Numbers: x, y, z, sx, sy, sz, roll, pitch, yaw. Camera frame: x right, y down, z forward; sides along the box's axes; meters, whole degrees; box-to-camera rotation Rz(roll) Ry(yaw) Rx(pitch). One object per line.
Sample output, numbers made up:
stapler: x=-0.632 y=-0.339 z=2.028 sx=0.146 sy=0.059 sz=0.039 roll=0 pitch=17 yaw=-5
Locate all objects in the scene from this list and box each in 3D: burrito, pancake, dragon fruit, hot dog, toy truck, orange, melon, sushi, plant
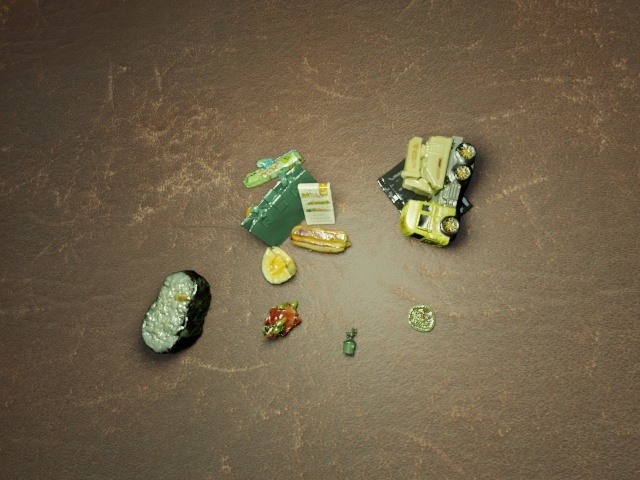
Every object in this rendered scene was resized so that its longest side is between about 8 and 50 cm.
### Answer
burrito: x=-0.212 y=-0.322 z=1.756 sx=0.288 sy=0.054 sz=0.104 roll=-27 pitch=73 yaw=5
pancake: x=0.378 y=0.292 z=1.512 sx=0.108 sy=0.017 sz=0.107 roll=-3 pitch=73 yaw=10
dragon fruit: x=-0.155 y=0.323 z=1.580 sx=0.139 sy=0.175 sz=0.142 roll=6 pitch=109 yaw=23
hot dog: x=0.000 y=0.000 z=1.633 sx=0.251 sy=0.076 sz=0.104 roll=8 pitch=60 yaw=10
toy truck: x=0.416 y=-0.189 z=1.491 sx=0.255 sy=0.180 sz=0.404 roll=13 pitch=85 yaw=5
orange: x=-0.281 y=-0.111 z=1.716 sx=0.084 sy=0.070 sz=0.083 roll=-3 pitch=72 yaw=11
melon: x=-0.172 y=0.107 z=1.646 sx=0.128 sy=0.079 sz=0.160 roll=-46 pitch=73 yaw=18
sushi: x=-0.571 y=0.290 z=1.637 sx=0.211 sy=0.171 sz=0.349 roll=15 pitch=81 yaw=17
plant: x=0.112 y=0.378 z=1.532 sx=0.051 sy=0.051 sz=0.102 roll=7 pitch=75 yaw=14

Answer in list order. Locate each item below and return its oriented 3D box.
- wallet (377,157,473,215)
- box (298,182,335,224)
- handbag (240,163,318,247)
wallet: x=0.405 y=-0.184 z=1.601 sx=0.247 sy=0.041 sz=0.322 roll=-37 pitch=76 yaw=3
box: x=-0.010 y=-0.141 z=1.587 sx=0.122 sy=0.220 sz=0.032 roll=-1 pitch=54 yaw=8
handbag: x=-0.146 y=-0.133 z=1.606 sx=0.326 sy=0.238 sz=0.089 roll=-46 pitch=63 yaw=-1
